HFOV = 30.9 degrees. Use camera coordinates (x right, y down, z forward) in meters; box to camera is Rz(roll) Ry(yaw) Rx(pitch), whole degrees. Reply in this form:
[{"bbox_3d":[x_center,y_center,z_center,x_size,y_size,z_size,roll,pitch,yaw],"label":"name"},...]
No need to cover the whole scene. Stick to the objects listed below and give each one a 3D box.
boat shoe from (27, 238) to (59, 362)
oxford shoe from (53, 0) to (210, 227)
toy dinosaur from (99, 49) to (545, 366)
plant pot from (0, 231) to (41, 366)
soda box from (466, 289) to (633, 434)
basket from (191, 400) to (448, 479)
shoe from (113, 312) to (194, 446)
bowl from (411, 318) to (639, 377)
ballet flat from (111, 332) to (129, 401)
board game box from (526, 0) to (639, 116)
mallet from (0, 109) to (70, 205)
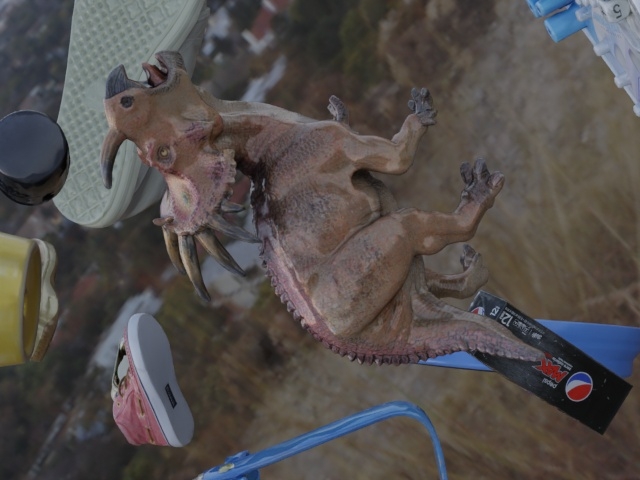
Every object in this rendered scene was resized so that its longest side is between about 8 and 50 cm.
[{"bbox_3d":[-0.476,0.071,1.790,0.122,0.110,0.341,-67,23,11],"label":"boat shoe"},{"bbox_3d":[-0.212,-0.230,1.400,0.169,0.130,0.449,25,106,27],"label":"oxford shoe"},{"bbox_3d":[0.000,0.000,0.752,0.200,0.296,0.127,-34,-11,-23],"label":"toy dinosaur"},{"bbox_3d":[-0.496,0.075,1.510,0.254,0.239,0.254,-176,90,-84],"label":"plant pot"},{"bbox_3d":[0.204,0.113,1.069,0.060,0.169,0.053,-58,22,0],"label":"soda box"},{"bbox_3d":[-0.024,0.274,0.893,0.289,0.255,0.201,-14,10,3],"label":"basket"},{"bbox_3d":[-0.217,0.171,1.380,0.081,0.178,0.063,-7,24,24],"label":"shoe"},{"bbox_3d":[0.268,0.149,1.686,0.391,0.391,0.077,0,84,58],"label":"bowl"},{"bbox_3d":[-0.313,0.196,1.916,0.057,0.052,0.168,0,46,0],"label":"ballet flat"},{"bbox_3d":[0.270,-0.199,1.017,0.050,0.390,0.390,-27,61,3],"label":"board game box"},{"bbox_3d":[-0.197,-0.086,0.552,0.039,0.189,0.062,-53,12,-16],"label":"mallet"}]
